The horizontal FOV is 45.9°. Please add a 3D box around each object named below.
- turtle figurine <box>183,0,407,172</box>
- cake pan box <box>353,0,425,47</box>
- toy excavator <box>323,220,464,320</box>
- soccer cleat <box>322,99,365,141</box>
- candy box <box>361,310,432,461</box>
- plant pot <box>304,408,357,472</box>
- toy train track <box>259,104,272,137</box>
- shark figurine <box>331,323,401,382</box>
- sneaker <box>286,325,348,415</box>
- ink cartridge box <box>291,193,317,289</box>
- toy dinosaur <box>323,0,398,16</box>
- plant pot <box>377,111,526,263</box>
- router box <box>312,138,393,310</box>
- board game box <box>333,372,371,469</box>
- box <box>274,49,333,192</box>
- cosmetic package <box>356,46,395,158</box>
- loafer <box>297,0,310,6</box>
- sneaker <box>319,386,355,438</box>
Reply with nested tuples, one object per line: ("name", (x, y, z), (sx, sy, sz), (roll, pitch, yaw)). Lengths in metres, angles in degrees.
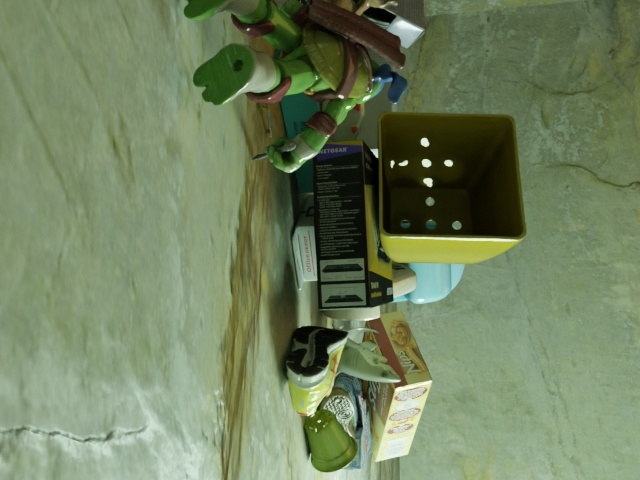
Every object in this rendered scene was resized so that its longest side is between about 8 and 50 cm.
("turtle figurine", (-0.065, -0.186, 0.845), (0.266, 0.275, 0.197), (7, 103, -60))
("cake pan box", (0.099, -0.543, 1.550), (0.070, 0.246, 0.267), (-44, -144, 48))
("toy excavator", (0.162, 0.059, 1.645), (0.445, 0.433, 0.222), (-164, -111, -70))
("soccer cleat", (0.033, -0.247, 1.182), (0.076, 0.068, 0.196), (-57, 140, -78))
("candy box", (0.148, 0.323, 1.649), (0.316, 0.088, 0.183), (97, -22, -47))
("plant pot", (0.009, 0.323, 1.241), (0.083, 0.083, 0.079), (-78, 150, -57))
("toy train track", (-0.076, -0.179, 1.041), (0.048, 0.014, 0.083), (-93, 179, -49))
("shark figurine", (0.036, 0.221, 1.432), (0.278, 0.166, 0.116), (-139, -110, -79))
("sneaker", (-0.011, 0.196, 1.160), (0.208, 0.081, 0.094), (-45, 138, -69))
("ink cartridge box", (0.000, 0.000, 1.290), (0.180, 0.060, 0.104), (-73, 157, -63))
("toy dinosaur", (0.015, -0.395, 1.359), (0.200, 0.127, 0.296), (-62, 153, 2))
("plant pot", (0.189, -0.063, 1.206), (0.187, 0.212, 0.212), (94, -3, -66))
("router box", (0.058, -0.015, 1.213), (0.309, 0.081, 0.243), (10, 77, -78))
("board game box", (0.064, 0.383, 1.566), (0.194, 0.060, 0.194), (-53, 139, -77))
("box", (-0.021, -0.203, 1.226), (0.100, 0.060, 0.244), (-80, 164, -49))
("cosmetic package", (0.086, -0.270, 1.591), (0.217, 0.156, 0.385), (75, 14, -58))
("loafer", (-0.057, -0.359, 0.992), (0.220, 0.080, 0.078), (62, 28, -68))
("sneaker", (0.025, 0.316, 1.400), (0.188, 0.066, 0.071), (85, -8, -45))
